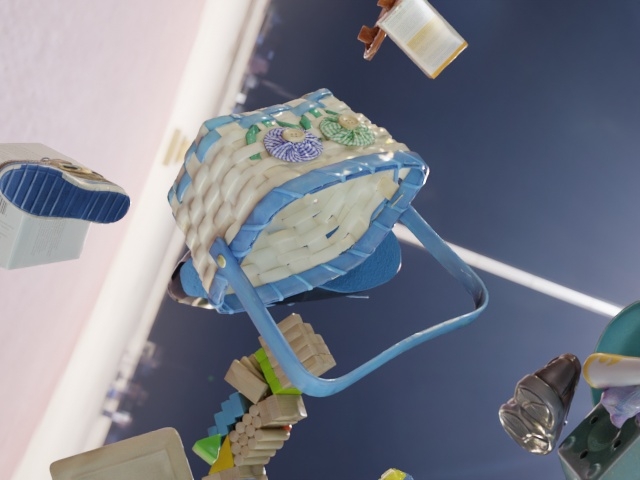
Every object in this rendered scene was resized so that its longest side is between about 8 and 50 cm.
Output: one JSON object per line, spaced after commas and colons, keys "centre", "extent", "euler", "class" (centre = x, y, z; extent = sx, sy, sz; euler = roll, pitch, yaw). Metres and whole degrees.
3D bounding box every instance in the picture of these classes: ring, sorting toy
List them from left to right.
{"centre": [-0.254, 0.366, 1.563], "extent": [0.196, 0.347, 0.047], "euler": [68, -26, 18], "class": "sorting toy"}
{"centre": [0.127, -0.406, 1.605], "extent": [0.336, 0.032, 0.337], "euler": [-155, -90, -86], "class": "ring"}

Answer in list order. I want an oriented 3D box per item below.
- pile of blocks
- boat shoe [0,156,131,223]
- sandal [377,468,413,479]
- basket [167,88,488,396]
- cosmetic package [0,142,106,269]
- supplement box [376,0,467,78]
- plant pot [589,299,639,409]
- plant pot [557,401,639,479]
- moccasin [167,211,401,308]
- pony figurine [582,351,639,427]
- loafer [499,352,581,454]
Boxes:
{"centre": [-0.096, 0.295, 2.050], "extent": [0.112, 0.149, 0.362], "euler": [15, 109, -57], "class": "pile of blocks"}
{"centre": [-0.315, -0.063, 1.388], "extent": [0.066, 0.183, 0.066], "euler": [42, -75, 39], "class": "boat shoe"}
{"centre": [0.096, 0.491, 1.792], "extent": [0.126, 0.138, 0.317], "euler": [-31, 141, -54], "class": "sandal"}
{"centre": [0.000, 0.000, 1.147], "extent": [0.254, 0.289, 0.201], "euler": [-22, 158, -42], "class": "basket"}
{"centre": [-0.467, -0.059, 1.840], "extent": [0.183, 0.151, 0.151], "euler": [-9, 124, -63], "class": "cosmetic package"}
{"centre": [0.126, -0.258, 1.457], "extent": [0.062, 0.098, 0.036], "euler": [-44, -170, 4], "class": "supplement box"}
{"centre": [0.648, 0.251, 2.044], "extent": [0.290, 0.195, 0.290], "euler": [-15, -109, 51], "class": "plant pot"}
{"centre": [0.499, 0.352, 1.709], "extent": [0.247, 0.252, 0.248], "euler": [-47, -165, 4], "class": "plant pot"}
{"centre": [-0.051, 0.022, 1.577], "extent": [0.117, 0.342, 0.138], "euler": [-22, -107, 54], "class": "moccasin"}
{"centre": [0.457, 0.111, 1.202], "extent": [0.351, 0.303, 0.363], "euler": [-48, -161, -31], "class": "pony figurine"}
{"centre": [0.358, 0.261, 1.851], "extent": [0.095, 0.109, 0.302], "euler": [-42, 162, -14], "class": "loafer"}
